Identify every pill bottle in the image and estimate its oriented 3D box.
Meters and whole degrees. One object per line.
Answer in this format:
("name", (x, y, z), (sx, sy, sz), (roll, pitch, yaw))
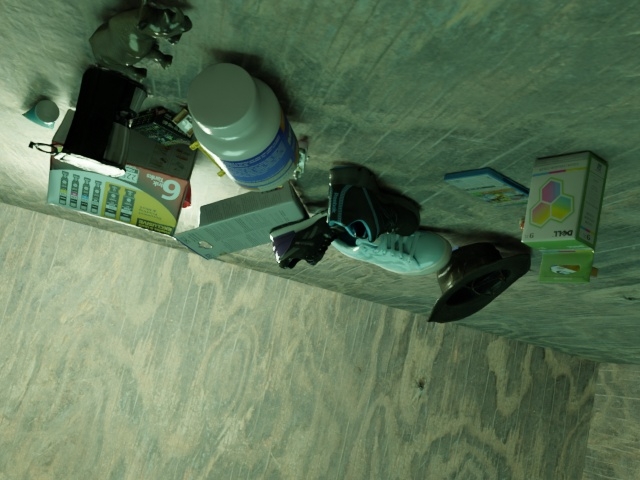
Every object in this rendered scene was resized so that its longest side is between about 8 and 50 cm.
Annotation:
("pill bottle", (-0.132, -0.194, 1.194), (0.152, 0.152, 0.272), (12, 168, 11))

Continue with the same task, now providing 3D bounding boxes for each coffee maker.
("coffee maker", (-0.426, -0.230, 1.297), (0.120, 0.178, 0.171), (3, 167, 36))

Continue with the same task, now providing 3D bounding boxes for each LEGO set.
("LEGO set", (-0.163, -0.200, 1.433), (0.287, 0.107, 0.132), (19, 134, -2))

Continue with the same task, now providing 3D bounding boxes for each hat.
("hat", (0.401, 0.091, 1.869), (0.331, 0.134, 0.331), (-24, 155, -12))

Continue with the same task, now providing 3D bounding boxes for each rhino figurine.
("rhino figurine", (-0.266, -0.303, 1.023), (0.106, 0.073, 0.243), (18, 167, -34))

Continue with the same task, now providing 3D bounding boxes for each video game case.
("video game case", (0.350, -0.105, 1.397), (0.166, 0.015, 0.119), (21, 166, -32))

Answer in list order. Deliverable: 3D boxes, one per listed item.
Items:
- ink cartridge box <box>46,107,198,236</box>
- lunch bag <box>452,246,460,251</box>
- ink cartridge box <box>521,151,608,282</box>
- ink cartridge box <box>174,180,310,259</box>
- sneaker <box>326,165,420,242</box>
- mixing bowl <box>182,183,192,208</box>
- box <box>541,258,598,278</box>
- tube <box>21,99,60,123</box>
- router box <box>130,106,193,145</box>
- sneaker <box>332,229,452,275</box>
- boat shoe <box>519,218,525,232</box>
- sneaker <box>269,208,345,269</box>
("ink cartridge box", (-0.479, -0.133, 1.653), (0.309, 0.130, 0.272), (16, 135, -11))
("lunch bag", (0.404, 0.057, 1.993), (0.065, 0.067, 0.098), (13, 168, -1))
("ink cartridge box", (0.407, -0.037, 1.161), (0.062, 0.209, 0.109), (20, 167, -32))
("ink cartridge box", (-0.206, -0.048, 1.878), (0.330, 0.071, 0.324), (-14, 166, 4))
("sneaker", (0.116, -0.056, 1.603), (0.125, 0.140, 0.340), (2, 165, 39))
("mixing bowl", (-0.419, -0.159, 1.841), (0.181, 0.098, 0.181), (14, 169, 3))
("box", (0.670, 0.076, 1.870), (0.136, 0.028, 0.081), (14, 169, -11))
("tube", (-0.657, -0.293, 1.627), (0.080, 0.052, 0.207), (31, 168, -25))
("router box", (-0.339, -0.242, 1.478), (0.092, 0.038, 0.122), (27, 165, -37))
("sneaker", (0.171, 0.012, 1.885), (0.365, 0.135, 0.150), (5, 169, 33))
("boat shoe", (0.510, -0.015, 1.581), (0.137, 0.049, 0.043), (18, -150, -33))
("sneaker", (0.000, 0.000, 1.865), (0.283, 0.124, 0.107), (-21, 164, 27))
